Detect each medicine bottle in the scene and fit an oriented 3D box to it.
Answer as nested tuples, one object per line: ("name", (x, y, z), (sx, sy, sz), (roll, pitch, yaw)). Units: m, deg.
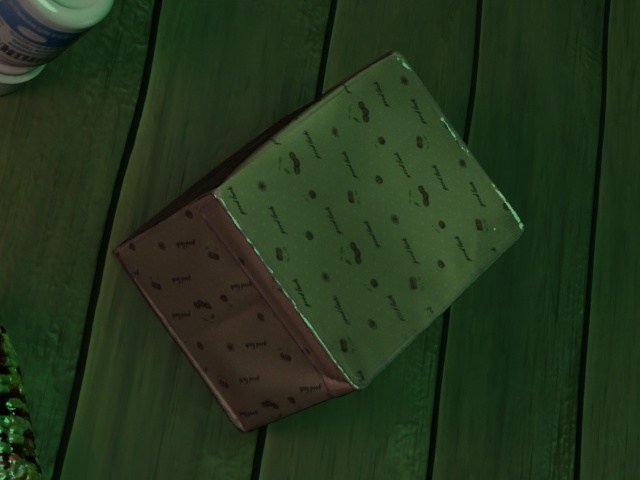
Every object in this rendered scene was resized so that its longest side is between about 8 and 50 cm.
("medicine bottle", (-0.262, -0.203, 1.487), (0.105, 0.168, 0.105), (15, 64, -33))

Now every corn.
("corn", (-0.275, 0.172, 1.382), (0.086, 0.086, 0.253), (-2, 71, -38))

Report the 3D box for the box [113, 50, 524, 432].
("box", (0.000, 0.000, 1.595), (0.225, 0.190, 0.297), (55, 48, -6))
